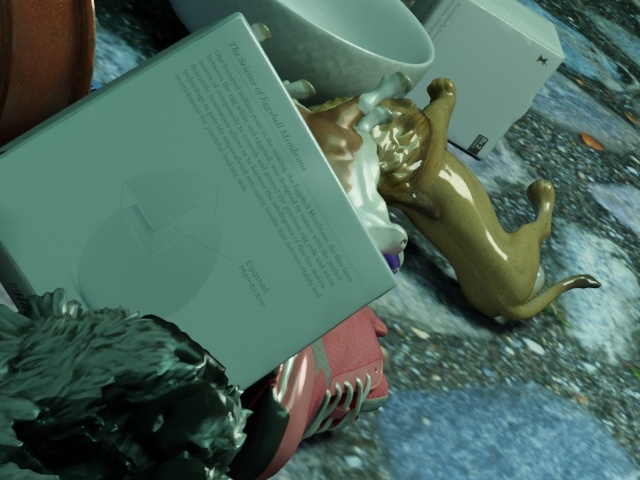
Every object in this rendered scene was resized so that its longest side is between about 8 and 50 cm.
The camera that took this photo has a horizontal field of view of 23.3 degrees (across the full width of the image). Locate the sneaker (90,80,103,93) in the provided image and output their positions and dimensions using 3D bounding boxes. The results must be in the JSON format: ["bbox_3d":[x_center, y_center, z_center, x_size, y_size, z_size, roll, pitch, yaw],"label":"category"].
[{"bbox_3d":[-0.242,-0.118,1.393,0.232,0.081,0.090,26,20,-25],"label":"sneaker"}]

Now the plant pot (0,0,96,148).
[{"bbox_3d":[-0.352,-0.151,1.131,0.265,0.272,0.272,-9,51,-46],"label":"plant pot"}]

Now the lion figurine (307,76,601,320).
[{"bbox_3d":[0.142,-0.028,1.674,0.392,0.142,0.240,40,32,-4],"label":"lion figurine"}]

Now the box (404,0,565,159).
[{"bbox_3d":[0.190,-0.237,2.031,0.182,0.181,0.119,30,26,-16],"label":"box"}]

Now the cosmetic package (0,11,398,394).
[{"bbox_3d":[-0.108,-0.004,1.098,0.224,0.225,0.138,60,-16,-10],"label":"cosmetic package"}]

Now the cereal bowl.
[{"bbox_3d":[-0.044,-0.252,1.795,0.339,0.141,0.339,29,24,-15],"label":"cereal bowl"}]

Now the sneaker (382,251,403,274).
[{"bbox_3d":[0.000,0.000,1.548,0.170,0.068,0.071,25,42,-6],"label":"sneaker"}]

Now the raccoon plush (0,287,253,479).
[{"bbox_3d":[-0.195,0.189,0.894,0.446,0.299,0.216,11,48,13],"label":"raccoon plush"}]

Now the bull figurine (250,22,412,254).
[{"bbox_3d":[-0.024,-0.095,1.489,0.310,0.101,0.188,27,57,28],"label":"bull figurine"}]

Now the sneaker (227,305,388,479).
[{"bbox_3d":[0.001,0.107,1.285,0.136,0.116,0.314,35,25,-9],"label":"sneaker"}]
